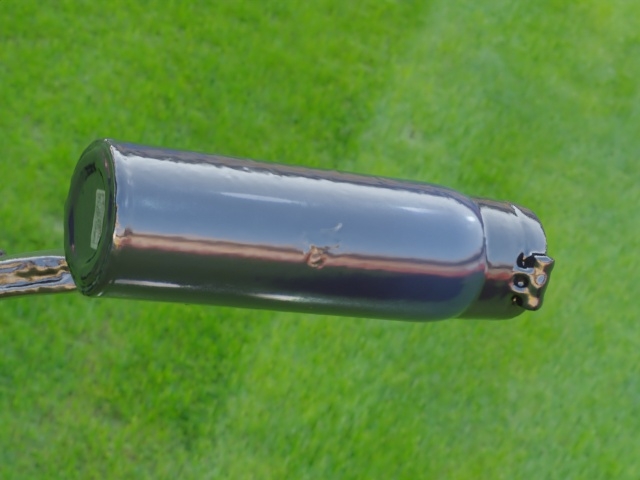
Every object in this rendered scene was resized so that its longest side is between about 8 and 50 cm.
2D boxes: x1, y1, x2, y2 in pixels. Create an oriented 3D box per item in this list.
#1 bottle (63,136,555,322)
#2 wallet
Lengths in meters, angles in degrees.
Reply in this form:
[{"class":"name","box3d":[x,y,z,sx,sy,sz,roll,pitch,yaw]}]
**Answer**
[{"class":"bottle","box3d":[0.000,0.000,0.703,0.244,0.072,0.082,7,13,-28]},{"class":"wallet","box3d":[-0.238,0.026,1.191,0.165,0.042,0.309,-3,2,4]}]
